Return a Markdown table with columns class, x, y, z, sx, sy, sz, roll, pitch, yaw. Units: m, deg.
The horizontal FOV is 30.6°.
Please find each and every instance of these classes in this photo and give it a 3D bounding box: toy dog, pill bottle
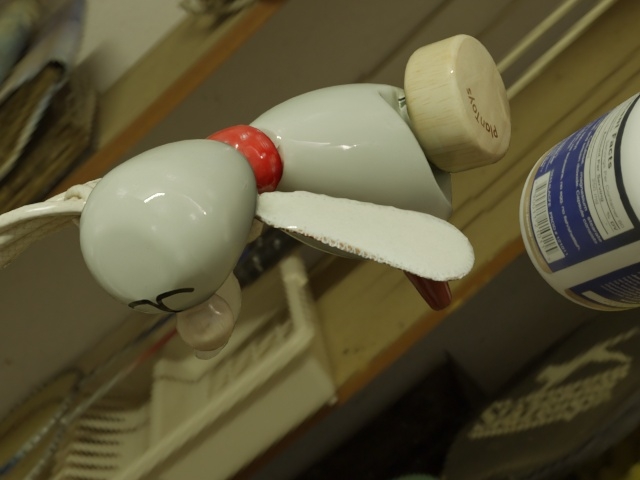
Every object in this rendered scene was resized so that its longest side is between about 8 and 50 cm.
| class | x | y | z | sx | sy | sz | roll | pitch | yaw |
| --- | --- | --- | --- | --- | --- | --- | --- | --- | --- |
| toy dog | 0.000 | 0.000 | 0.657 | 0.333 | 0.161 | 0.220 | -27 | 7 | -39 |
| pill bottle | 0.266 | -0.039 | 0.860 | 0.153 | 0.153 | 0.264 | -50 | 4 | -18 |
